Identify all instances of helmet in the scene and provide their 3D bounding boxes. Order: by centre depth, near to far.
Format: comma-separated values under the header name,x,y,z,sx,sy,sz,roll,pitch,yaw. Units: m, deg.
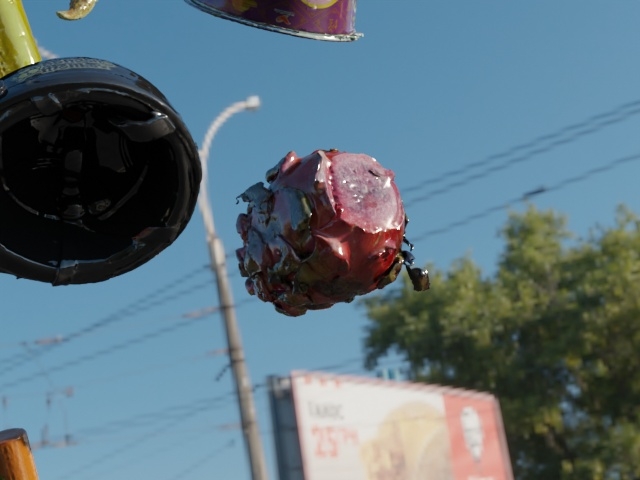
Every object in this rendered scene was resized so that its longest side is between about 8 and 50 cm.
name,x,y,z,sx,sy,sz,roll,pitch,yaw
helmet,-0.265,-0.085,1.291,0.278,0.160,0.231,-4,-57,-11

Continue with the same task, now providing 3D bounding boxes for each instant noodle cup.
name,x,y,z,sx,sy,sz,roll,pitch,yaw
instant noodle cup,-0.059,-0.528,2.282,0.339,0.266,0.340,13,17,-4

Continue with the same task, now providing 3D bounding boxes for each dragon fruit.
name,x,y,z,sx,sy,sz,roll,pitch,yaw
dragon fruit,0.000,0.000,2.014,0.269,0.250,0.291,9,-39,-31

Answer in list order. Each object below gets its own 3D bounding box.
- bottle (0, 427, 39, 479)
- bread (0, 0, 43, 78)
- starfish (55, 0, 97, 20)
name,x,y,z,sx,sy,sz,roll,pitch,yaw
bottle,-0.451,0.377,1.888,0.069,0.187,0.069,-12,10,2
bread,-0.466,-0.267,1.670,0.166,0.384,0.112,-18,-5,-32
starfish,-0.278,-0.463,1.890,0.357,0.347,0.078,-26,-44,-19
